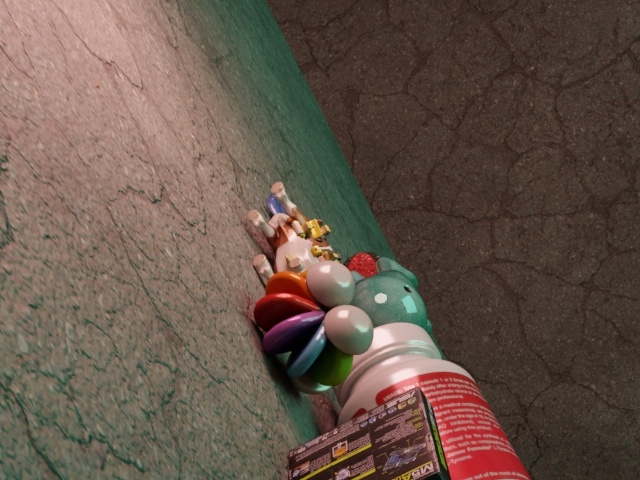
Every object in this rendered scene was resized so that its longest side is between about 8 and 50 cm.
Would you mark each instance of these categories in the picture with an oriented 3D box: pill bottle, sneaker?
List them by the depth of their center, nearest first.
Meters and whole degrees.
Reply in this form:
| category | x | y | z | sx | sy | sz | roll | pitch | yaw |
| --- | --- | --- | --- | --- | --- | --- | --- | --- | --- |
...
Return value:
| category | x | y | z | sx | sy | sz | roll | pitch | yaw |
| --- | --- | --- | --- | --- | --- | --- | --- | --- | --- |
| pill bottle | 0.161 | 0.322 | 1.548 | 0.229 | 0.229 | 0.407 | 53 | 8 | -47 |
| sneaker | 0.110 | 0.143 | 2.356 | 0.125 | 0.104 | 0.261 | 77 | 0 | -48 |

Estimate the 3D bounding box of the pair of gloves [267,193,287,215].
| category | x | y | z | sx | sy | sz | roll | pitch | yaw |
| --- | --- | --- | --- | --- | --- | --- | --- | --- | --- |
| pair of gloves | -0.049 | 0.002 | 2.023 | 0.198 | 0.023 | 0.159 | 55 | 10 | -43 |

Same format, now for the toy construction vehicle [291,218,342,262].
| category | x | y | z | sx | sy | sz | roll | pitch | yaw |
| --- | --- | --- | --- | --- | --- | --- | --- | --- | --- |
| toy construction vehicle | 0.000 | 0.000 | 1.681 | 0.098 | 0.035 | 0.086 | 25 | 36 | -59 |

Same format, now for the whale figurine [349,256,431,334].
| category | x | y | z | sx | sy | sz | roll | pitch | yaw |
| --- | --- | --- | --- | --- | --- | --- | --- | --- | --- |
| whale figurine | 0.148 | 0.115 | 2.177 | 0.216 | 0.141 | 0.272 | 35 | 34 | -5 |

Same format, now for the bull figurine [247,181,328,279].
| category | x | y | z | sx | sy | sz | roll | pitch | yaw |
| --- | --- | --- | --- | --- | --- | --- | --- | --- | --- |
| bull figurine | -0.039 | 0.025 | 1.766 | 0.188 | 0.101 | 0.310 | 49 | 13 | -42 |

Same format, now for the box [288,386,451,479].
| category | x | y | z | sx | sy | sz | roll | pitch | yaw |
| --- | --- | --- | --- | --- | --- | --- | --- | --- | --- |
| box | 0.053 | 0.271 | 1.260 | 0.045 | 0.191 | 0.184 | 58 | 9 | -24 |

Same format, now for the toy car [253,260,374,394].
| category | x | y | z | sx | sy | sz | roll | pitch | yaw |
| --- | --- | --- | --- | --- | --- | --- | --- | --- | --- |
| toy car | -0.024 | 0.121 | 1.502 | 0.136 | 0.159 | 0.182 | 4 | 51 | -38 |
